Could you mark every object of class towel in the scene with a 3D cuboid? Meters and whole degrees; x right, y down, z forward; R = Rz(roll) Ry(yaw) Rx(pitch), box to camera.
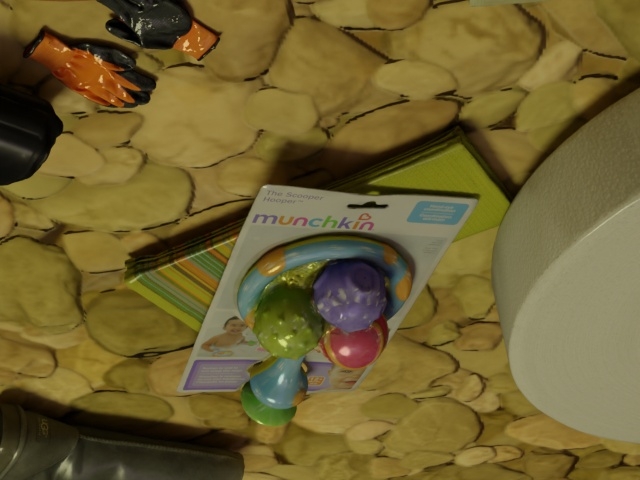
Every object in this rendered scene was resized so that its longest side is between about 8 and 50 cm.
[{"bbox_3d":[0.000,0.000,0.795,0.237,0.021,0.102,-21,147,20],"label":"towel"}]

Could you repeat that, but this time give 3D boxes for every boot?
[{"bbox_3d":[-0.193,0.200,1.017,0.208,0.076,0.189,15,143,-36],"label":"boot"}]

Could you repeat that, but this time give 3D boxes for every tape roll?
[{"bbox_3d":[0.302,0.014,0.795,0.392,0.072,0.392,-5,146,-4],"label":"tape roll"}]

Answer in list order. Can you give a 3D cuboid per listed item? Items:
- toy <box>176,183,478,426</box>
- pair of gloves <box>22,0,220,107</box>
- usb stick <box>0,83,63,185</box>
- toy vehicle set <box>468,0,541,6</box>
[{"bbox_3d":[0.000,0.057,0.812,0.137,0.056,0.237,2,147,-20],"label":"toy"},{"bbox_3d":[-0.102,-0.099,0.648,0.074,0.010,0.083,27,133,-37],"label":"pair of gloves"},{"bbox_3d":[-0.261,-0.088,0.609,0.278,0.045,0.077,20,161,-31],"label":"usb stick"},{"bbox_3d":[0.194,-0.184,0.543,0.267,0.035,0.166,-5,145,0],"label":"toy vehicle set"}]
